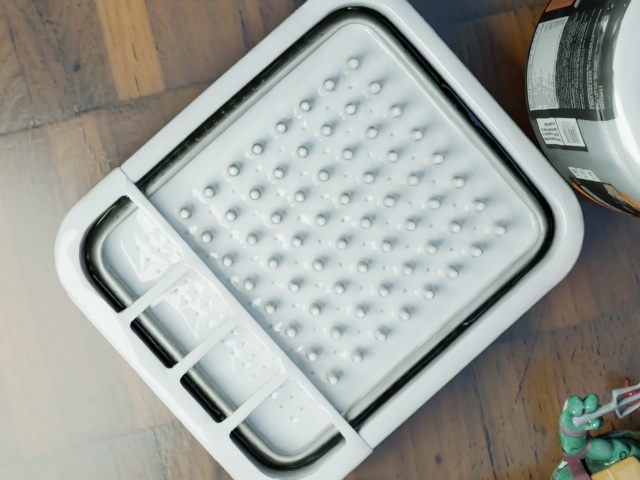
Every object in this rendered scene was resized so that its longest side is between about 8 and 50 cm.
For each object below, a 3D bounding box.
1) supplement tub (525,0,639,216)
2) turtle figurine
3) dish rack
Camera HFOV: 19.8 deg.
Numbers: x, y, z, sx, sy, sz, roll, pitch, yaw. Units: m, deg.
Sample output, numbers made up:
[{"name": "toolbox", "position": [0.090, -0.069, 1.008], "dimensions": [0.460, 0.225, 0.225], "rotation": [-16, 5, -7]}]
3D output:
[{"name": "supplement tub", "position": [0.257, -0.111, 1.256], "dimensions": [0.207, 0.338, 0.207], "rotation": [0, 94, -3]}, {"name": "turtle figurine", "position": [0.214, 0.202, 1.389], "dimensions": [0.234, 0.118, 0.175], "rotation": [-34, 88, 12]}, {"name": "dish rack", "position": [0.000, 0.000, 1.384], "dimensions": [0.333, 0.072, 0.285], "rotation": [-42, 94, 0]}]
